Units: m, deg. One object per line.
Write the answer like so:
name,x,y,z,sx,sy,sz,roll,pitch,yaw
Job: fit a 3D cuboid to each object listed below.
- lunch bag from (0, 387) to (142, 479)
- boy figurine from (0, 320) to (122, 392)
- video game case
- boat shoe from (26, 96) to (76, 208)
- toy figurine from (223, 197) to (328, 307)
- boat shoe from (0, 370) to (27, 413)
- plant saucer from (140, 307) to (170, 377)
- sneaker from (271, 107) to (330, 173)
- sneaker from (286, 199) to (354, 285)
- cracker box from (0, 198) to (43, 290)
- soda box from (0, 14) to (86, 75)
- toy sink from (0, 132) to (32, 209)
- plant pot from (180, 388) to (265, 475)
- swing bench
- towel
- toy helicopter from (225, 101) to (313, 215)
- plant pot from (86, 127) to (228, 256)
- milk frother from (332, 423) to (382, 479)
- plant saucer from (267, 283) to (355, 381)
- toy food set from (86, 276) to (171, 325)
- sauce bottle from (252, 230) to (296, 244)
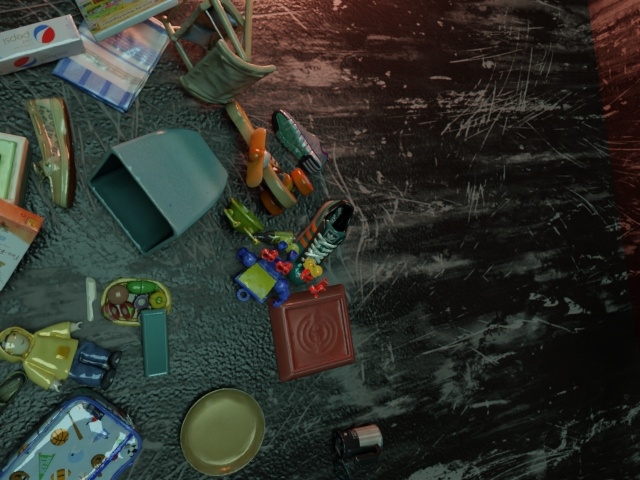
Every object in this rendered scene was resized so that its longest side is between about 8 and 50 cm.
lunch bag,-0.595,0.529,1.198,0.303,0.115,0.243,-47,107,-18
boy figurine,-0.639,0.271,1.197,0.285,0.092,0.177,26,55,-22
video game case,-0.507,-0.628,1.269,0.227,0.026,0.206,-29,66,-7
boat shoe,-0.667,-0.214,1.224,0.090,0.104,0.285,-7,79,-19
toy figurine,-0.183,0.083,1.368,0.362,0.191,0.217,42,108,-8
boat shoe,-0.764,0.377,1.165,0.056,0.049,0.152,39,73,-17
plant saucer,-0.435,0.274,1.303,0.067,0.018,0.191,-4,107,-23
sneaker,-0.060,-0.315,1.516,0.223,0.083,0.098,55,46,-14
sneaker,0.000,0.000,1.483,0.108,0.121,0.302,34,75,-18
cracker box,-0.758,0.014,1.105,0.156,0.067,0.232,30,111,-31
soda box,-0.706,-0.481,1.217,0.216,0.074,0.069,-24,92,-16
toy sink,-0.781,-0.131,1.145,0.153,0.131,0.234,10,84,-22
plant pot,-0.273,0.532,1.380,0.237,0.032,0.236,1,87,-24
swing bench,-0.275,-0.518,1.307,0.165,0.253,0.254,-14,92,-39
towel,-0.550,-0.509,1.323,0.209,0.034,0.284,29,76,-19
toy helicopter,-0.176,-0.243,1.384,0.140,0.235,0.354,-33,81,10
plant pot,-0.391,-0.146,1.267,0.252,0.247,0.247,-43,104,-38
milk frother,0.112,0.655,1.517,0.135,0.129,0.143,0,130,-23
plant saucer,-0.015,0.280,1.501,0.259,0.048,0.258,-9,90,-23
toy food set,-0.498,0.161,1.283,0.218,0.071,0.128,6,84,-23
sauce bottle,-0.138,-0.008,1.468,0.128,0.042,0.042,1,86,-18
